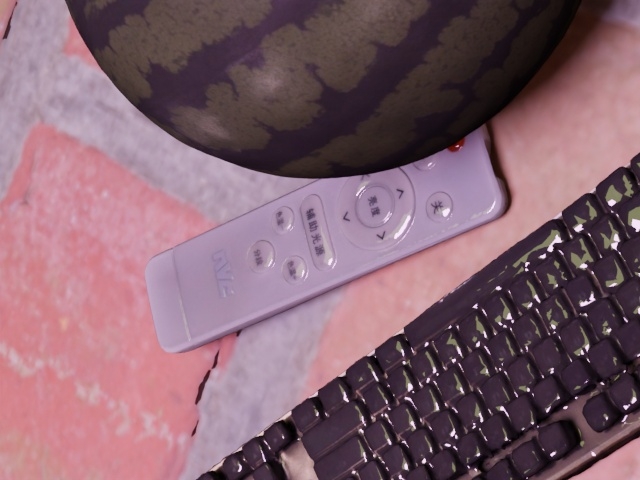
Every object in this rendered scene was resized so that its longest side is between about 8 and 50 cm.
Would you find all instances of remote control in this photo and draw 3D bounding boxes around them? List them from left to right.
[{"bbox_3d":[0.000,0.000,0.661,0.184,0.027,0.050,-24,70,27],"label":"remote control"}]

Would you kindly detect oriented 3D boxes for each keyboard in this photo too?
[{"bbox_3d":[0.043,0.085,0.612,0.317,0.027,0.106,-39,61,26],"label":"keyboard"}]

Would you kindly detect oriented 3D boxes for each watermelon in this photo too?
[{"bbox_3d":[0.000,-0.125,0.565,0.212,0.212,0.212,-7,79,37],"label":"watermelon"}]
